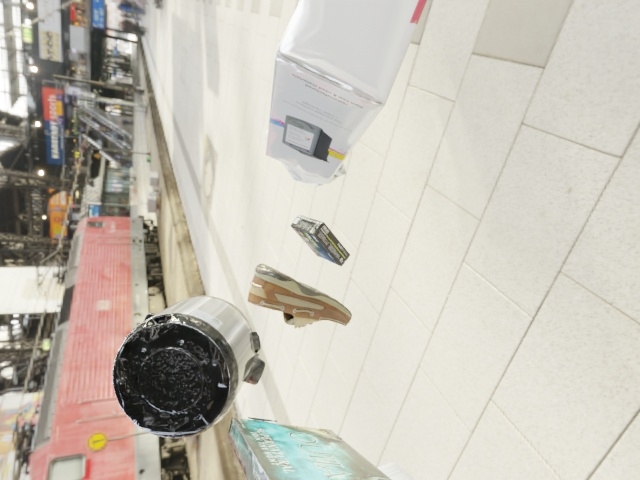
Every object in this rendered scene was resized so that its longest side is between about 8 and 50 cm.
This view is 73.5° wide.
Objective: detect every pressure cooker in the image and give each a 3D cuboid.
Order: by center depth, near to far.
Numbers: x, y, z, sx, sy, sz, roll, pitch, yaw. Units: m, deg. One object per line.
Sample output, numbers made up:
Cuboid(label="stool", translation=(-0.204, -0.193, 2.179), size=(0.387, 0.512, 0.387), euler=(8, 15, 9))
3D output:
Cuboid(label="pressure cooker", translation=(-0.394, 0.370, 1.371), size=(0.420, 0.375, 0.370), euler=(-67, -47, -85))

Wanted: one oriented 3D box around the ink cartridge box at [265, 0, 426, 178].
Cuboid(label="ink cartridge box", translation=(0.025, -0.240, 0.590), size=(0.306, 0.131, 0.226), euler=(141, 151, -79))

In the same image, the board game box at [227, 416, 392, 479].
Cuboid(label="board game box", translation=(-0.011, 0.213, 0.407), size=(0.186, 0.126, 0.026), euler=(167, 118, -68))

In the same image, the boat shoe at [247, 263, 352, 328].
Cuboid(label="boat shoe", translation=(-0.061, 0.176, 1.176), size=(0.122, 0.324, 0.120), euler=(15, 78, 62))

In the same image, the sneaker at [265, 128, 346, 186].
Cuboid(label="sneaker", translation=(-0.042, -0.169, 0.913), size=(0.094, 0.235, 0.090), euler=(-25, 63, 31))

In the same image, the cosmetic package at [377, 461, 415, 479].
Cuboid(label="cosmetic package", translation=(0.120, 0.544, 0.783), size=(0.151, 0.151, 0.184), euler=(25, 95, 40))

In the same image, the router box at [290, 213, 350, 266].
Cuboid(label="router box", translation=(0.000, 0.000, 0.966), size=(0.092, 0.122, 0.038), euler=(20, 67, 50))
